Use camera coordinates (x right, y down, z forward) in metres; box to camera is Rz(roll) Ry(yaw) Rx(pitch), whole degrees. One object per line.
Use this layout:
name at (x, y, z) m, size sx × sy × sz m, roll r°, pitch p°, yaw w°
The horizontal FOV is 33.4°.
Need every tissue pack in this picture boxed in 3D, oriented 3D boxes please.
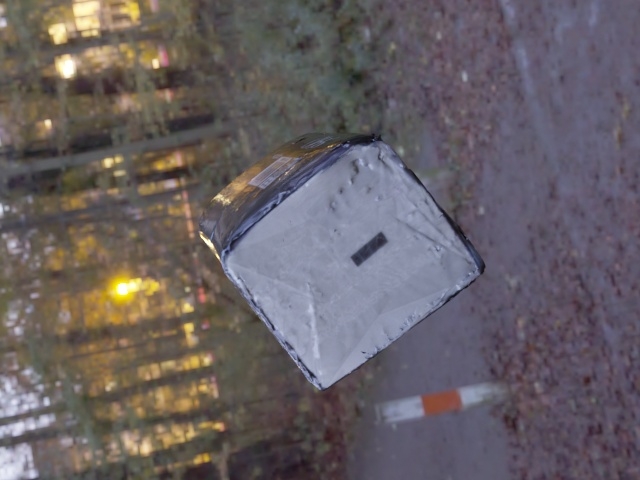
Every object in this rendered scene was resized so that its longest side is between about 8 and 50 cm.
tissue pack at (0.000, 0.000, 1.139) m, size 0.198 × 0.210 × 0.370 m, roll 57°, pitch 176°, yaw -10°
